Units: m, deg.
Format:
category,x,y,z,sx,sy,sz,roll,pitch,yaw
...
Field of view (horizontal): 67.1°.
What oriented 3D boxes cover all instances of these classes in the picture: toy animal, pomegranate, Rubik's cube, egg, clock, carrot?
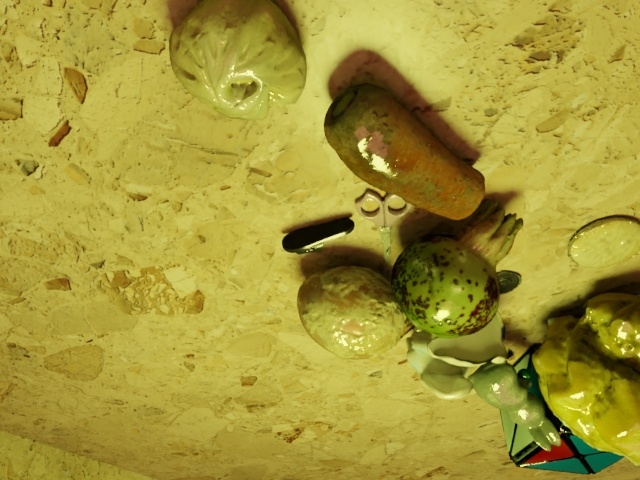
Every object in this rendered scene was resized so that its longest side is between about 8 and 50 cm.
category,x,y,z,sx,sy,sz,roll,pitch,yaw
toy animal,0.320,0.242,1.127,0.174,0.249,0.289,40,174,7
pomegranate,0.277,0.067,0.938,0.277,0.222,0.204,-29,113,7
Rubik's cube,0.646,0.451,1.287,0.249,0.250,0.246,11,135,-5
egg,0.065,0.155,1.046,0.245,0.203,0.203,20,134,-9
clock,0.415,0.099,1.100,0.074,0.010,0.083,13,135,-11
toy animal,0.464,0.383,1.155,0.138,0.108,0.236,-32,90,10
carrot,0.140,-0.132,0.789,0.302,0.138,0.139,28,131,-24

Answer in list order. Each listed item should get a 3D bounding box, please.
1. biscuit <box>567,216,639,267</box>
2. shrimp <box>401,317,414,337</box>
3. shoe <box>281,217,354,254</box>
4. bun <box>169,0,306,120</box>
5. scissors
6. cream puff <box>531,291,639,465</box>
category,x,y,z,sx,sy,sz,roll,pitch,yaw
biscuit,0.585,0.008,0.987,0.152,0.020,0.152,1,137,1
shrimp,0.179,0.197,1.184,0.145,0.061,0.267,9,134,-19
shoe,0.000,0.000,0.987,0.160,0.062,0.053,-19,135,16
bun,-0.114,-0.244,0.689,0.179,0.127,0.193,-21,133,22
scissors,0.132,-0.020,0.985,0.111,0.021,0.212,-2,135,9
cream puff,0.664,0.267,1.047,0.379,0.378,0.275,-7,136,11
